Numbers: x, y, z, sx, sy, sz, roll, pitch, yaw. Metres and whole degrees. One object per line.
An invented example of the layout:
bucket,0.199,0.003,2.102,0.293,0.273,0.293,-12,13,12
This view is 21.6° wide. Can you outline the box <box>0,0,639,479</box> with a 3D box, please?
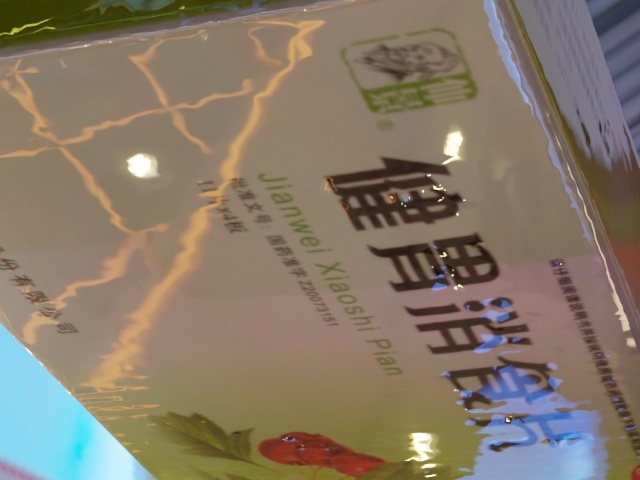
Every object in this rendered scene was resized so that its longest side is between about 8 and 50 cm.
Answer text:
box,0.000,0.001,0.469,0.260,0.175,0.062,58,-148,-50
